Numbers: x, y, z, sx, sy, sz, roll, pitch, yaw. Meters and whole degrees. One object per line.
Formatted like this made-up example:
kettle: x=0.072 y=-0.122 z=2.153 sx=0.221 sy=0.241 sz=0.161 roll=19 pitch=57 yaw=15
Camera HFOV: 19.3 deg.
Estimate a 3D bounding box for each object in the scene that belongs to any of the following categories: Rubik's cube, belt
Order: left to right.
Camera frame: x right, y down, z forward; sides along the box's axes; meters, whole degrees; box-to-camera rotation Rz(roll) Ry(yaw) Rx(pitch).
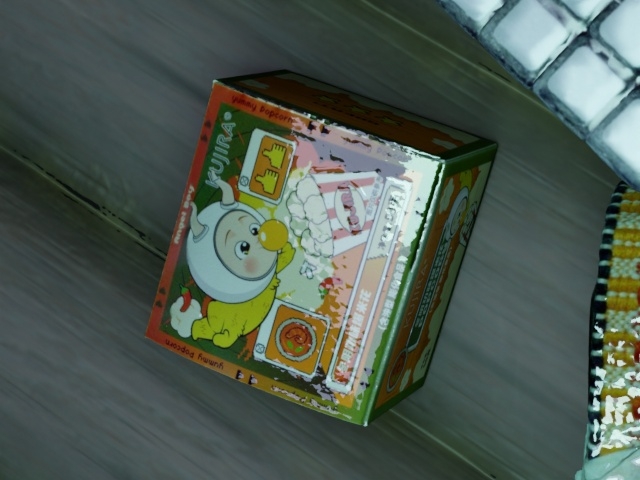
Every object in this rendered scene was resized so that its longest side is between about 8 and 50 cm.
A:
Rubik's cube: x=0.213 y=-0.197 z=1.165 sx=0.237 sy=0.237 sz=0.238 roll=47 pitch=109 yaw=9
belt: x=0.250 y=0.086 z=1.211 sx=0.150 sy=0.207 sz=0.257 roll=0 pitch=83 yaw=22

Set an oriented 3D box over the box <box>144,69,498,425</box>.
box: x=0.000 y=0.000 z=1.321 sx=0.177 sy=0.148 sz=0.195 roll=21 pitch=104 yaw=17
